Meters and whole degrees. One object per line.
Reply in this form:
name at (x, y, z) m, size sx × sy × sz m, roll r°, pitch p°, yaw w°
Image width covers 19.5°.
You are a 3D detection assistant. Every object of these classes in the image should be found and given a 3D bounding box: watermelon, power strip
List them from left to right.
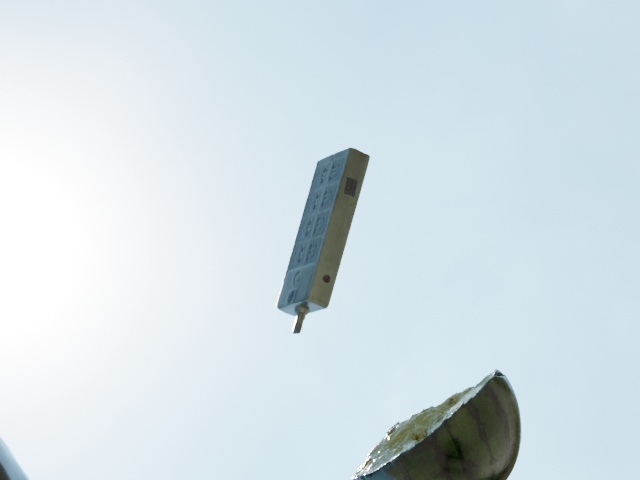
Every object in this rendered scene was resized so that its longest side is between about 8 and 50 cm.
power strip at (0.000, 0.000, 1.268) m, size 0.019 × 0.051 × 0.136 m, roll 26°, pitch -110°, yaw -25°
watermelon at (0.072, 0.121, 1.043) m, size 0.105 × 0.105 × 0.062 m, roll -34°, pitch -90°, yaw -27°

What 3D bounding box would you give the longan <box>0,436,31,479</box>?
longan at (-0.310, 0.218, 1.142) m, size 0.297 × 0.297 × 0.297 m, roll -19°, pitch -59°, yaw -36°
